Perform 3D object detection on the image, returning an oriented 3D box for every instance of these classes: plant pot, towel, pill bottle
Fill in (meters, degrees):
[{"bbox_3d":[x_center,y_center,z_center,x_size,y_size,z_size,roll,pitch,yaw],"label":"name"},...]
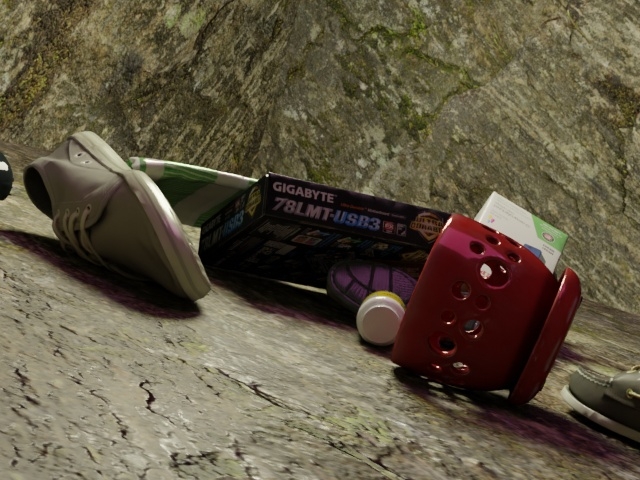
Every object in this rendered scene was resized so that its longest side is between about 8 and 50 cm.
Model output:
[{"bbox_3d":[0.192,0.087,1.340,0.174,0.191,0.191,25,6,8],"label":"plant pot"},{"bbox_3d":[-0.163,-0.055,1.771,0.325,0.038,0.248,13,-17,-23],"label":"towel"},{"bbox_3d":[0.079,0.101,1.499,0.065,0.065,0.116,16,5,4],"label":"pill bottle"}]

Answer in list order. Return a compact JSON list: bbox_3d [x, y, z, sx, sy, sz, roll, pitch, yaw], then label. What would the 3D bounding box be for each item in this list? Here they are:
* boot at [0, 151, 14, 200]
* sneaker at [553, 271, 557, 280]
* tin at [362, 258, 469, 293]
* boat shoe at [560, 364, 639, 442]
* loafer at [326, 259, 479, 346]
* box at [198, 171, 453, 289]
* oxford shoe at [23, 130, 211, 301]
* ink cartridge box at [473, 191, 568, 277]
[{"bbox_3d":[-0.597,-0.123,1.721,0.246,0.094,0.207,26,13,30],"label":"boot"},{"bbox_3d":[0.259,0.080,2.020,0.410,0.158,0.182,10,20,-19],"label":"sneaker"},{"bbox_3d":[0.127,0.076,1.704,0.190,0.040,0.106,2,-37,12],"label":"tin"},{"bbox_3d":[0.386,0.189,1.301,0.109,0.091,0.305,14,5,-27],"label":"boat shoe"},{"bbox_3d":[0.129,0.106,1.641,0.267,0.096,0.084,16,-37,-6],"label":"loafer"},{"bbox_3d":[0.000,0.000,1.732,0.293,0.073,0.295,11,-18,-21],"label":"box"},{"bbox_3d":[-0.268,-0.020,1.495,0.130,0.169,0.449,-30,33,-18],"label":"oxford shoe"},{"bbox_3d":[0.304,0.043,1.949,0.154,0.093,0.212,32,49,3],"label":"ink cartridge box"}]
